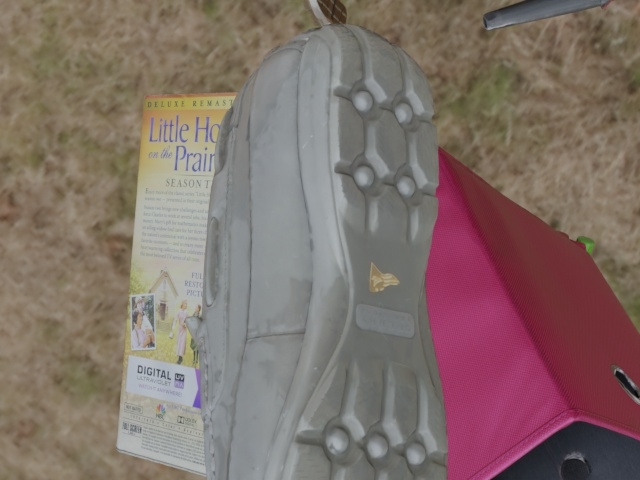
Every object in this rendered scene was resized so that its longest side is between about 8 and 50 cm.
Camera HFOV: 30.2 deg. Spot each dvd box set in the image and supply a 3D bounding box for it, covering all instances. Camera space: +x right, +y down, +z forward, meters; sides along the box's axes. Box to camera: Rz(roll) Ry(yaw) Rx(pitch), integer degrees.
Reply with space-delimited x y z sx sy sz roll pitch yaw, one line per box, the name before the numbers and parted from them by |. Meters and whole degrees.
dvd box set | -0.094 0.048 1.297 0.307 0.062 0.421 4 89 42

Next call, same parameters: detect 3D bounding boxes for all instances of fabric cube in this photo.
fabric cube | 0.116 0.131 0.948 0.259 0.258 0.254 -40 138 22

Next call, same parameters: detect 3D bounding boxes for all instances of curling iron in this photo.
curling iron | 0.293 -0.260 1.217 0.068 0.274 0.035 -135 25 -65

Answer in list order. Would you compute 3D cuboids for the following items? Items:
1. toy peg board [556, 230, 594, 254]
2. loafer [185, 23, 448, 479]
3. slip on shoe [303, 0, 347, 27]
toy peg board | 0.223 0.016 1.360 0.160 0.161 0.079 34 119 39
loafer | -0.007 0.055 0.562 0.112 0.320 0.111 20 157 -37
slip on shoe | -0.003 -0.297 1.468 0.041 0.051 0.135 11 175 18
